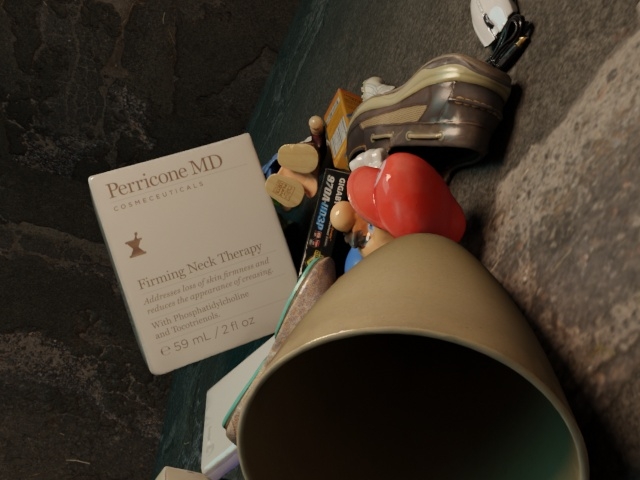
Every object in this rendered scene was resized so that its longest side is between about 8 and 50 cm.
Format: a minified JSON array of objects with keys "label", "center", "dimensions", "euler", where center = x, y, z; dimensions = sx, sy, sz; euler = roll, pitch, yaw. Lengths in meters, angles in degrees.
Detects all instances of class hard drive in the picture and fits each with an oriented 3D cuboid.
[{"label":"hard drive","center":[-0.081,0.244,1.141],"dimensions":[0.307,0.040,0.203],"euler":[-41,26,17]}]

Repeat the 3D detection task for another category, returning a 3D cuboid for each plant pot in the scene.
[{"label":"plant pot","center":[0.086,0.107,0.611],"dimensions":[0.274,0.257,0.256],"euler":[-69,4,-60]}]

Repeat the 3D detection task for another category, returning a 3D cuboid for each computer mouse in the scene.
[{"label":"computer mouse","center":[0.222,-0.292,0.879],"dimensions":[0.106,0.042,0.192],"euler":[123,158,-48]}]

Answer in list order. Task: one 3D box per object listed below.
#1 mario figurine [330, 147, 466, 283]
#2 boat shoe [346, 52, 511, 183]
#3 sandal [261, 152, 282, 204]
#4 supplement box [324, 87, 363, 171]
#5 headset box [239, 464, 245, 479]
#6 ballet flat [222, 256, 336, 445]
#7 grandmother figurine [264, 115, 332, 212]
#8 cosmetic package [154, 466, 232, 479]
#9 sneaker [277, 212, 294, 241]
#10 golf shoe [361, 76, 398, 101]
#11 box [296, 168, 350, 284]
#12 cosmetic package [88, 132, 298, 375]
[{"label":"mario figurine","center":[0.051,0.015,0.835],"dimensions":[0.198,0.170,0.320],"euler":[52,149,27]},{"label":"boat shoe","center":[0.116,-0.127,0.909],"dimensions":[0.355,0.133,0.130],"euler":[149,136,-70]},{"label":"sandal","center":[-0.118,-0.170,1.823],"dimensions":[0.317,0.126,0.138],"euler":[12,81,66]},{"label":"supplement box","center":[0.063,-0.208,1.286],"dimensions":[0.233,0.078,0.080],"euler":[-97,31,-55]},{"label":"headset box","center":[-0.113,0.422,1.248],"dimensions":[0.083,0.062,0.032],"euler":[-169,96,-74]},{"label":"ballet flat","center":[-0.029,0.180,1.001],"dimensions":[0.315,0.106,0.107],"euler":[-62,-21,6]},{"label":"grandmother figurine","center":[-0.029,-0.152,1.374],"dimensions":[0.207,0.104,0.342],"euler":[-57,1,18]},{"label":"cosmetic package","center":[-0.260,0.531,1.131],"dimensions":[0.309,0.160,0.113],"euler":[-56,28,23]},{"label":"sneaker","center":[-0.190,-0.016,1.754],"dimensions":[0.410,0.182,0.158],"euler":[-153,82,-75]},{"label":"golf shoe","center":[0.118,-0.251,1.205],"dimensions":[0.086,0.069,0.176],"euler":[-25,33,26]},{"label":"box","center":[0.000,0.000,1.245],"dimensions":[0.175,0.051,0.220],"euler":[107,177,-71]},{"label":"cosmetic package","center":[-0.266,0.033,1.414],"dimensions":[0.327,0.330,0.393],"euler":[164,88,-73]}]
